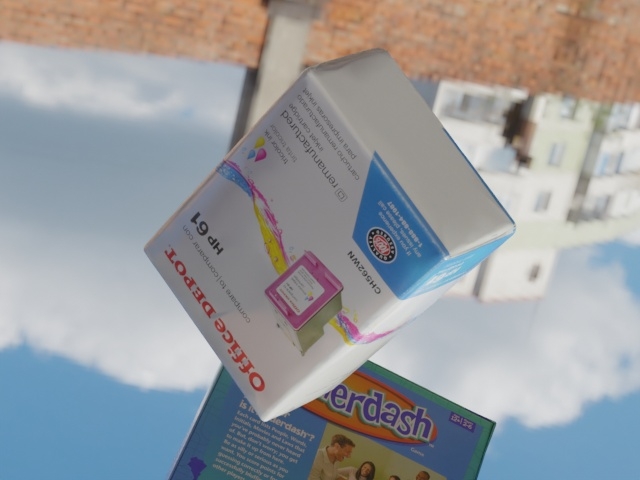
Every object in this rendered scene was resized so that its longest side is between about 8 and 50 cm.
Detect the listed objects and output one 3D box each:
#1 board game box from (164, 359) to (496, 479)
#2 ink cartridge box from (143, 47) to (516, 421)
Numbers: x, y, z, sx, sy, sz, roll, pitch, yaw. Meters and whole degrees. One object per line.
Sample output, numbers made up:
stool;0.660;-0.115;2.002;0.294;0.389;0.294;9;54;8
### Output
board game box;-0.007;0.151;0.845;0.160;0.047;0.210;27;-132;-2
ink cartridge box;0.000;0.000;0.606;0.052;0.122;0.088;-23;-107;-48
